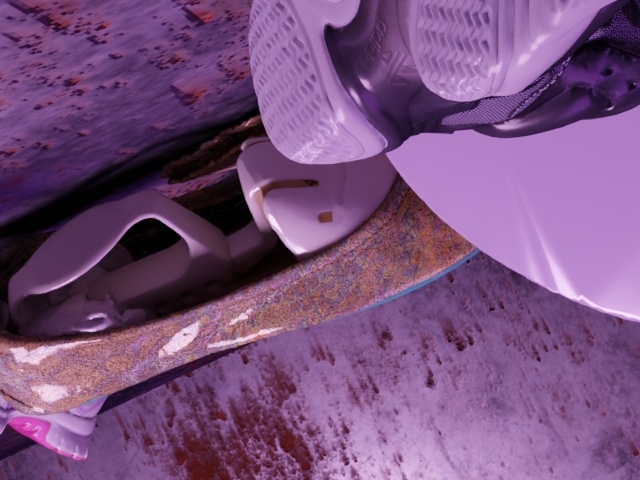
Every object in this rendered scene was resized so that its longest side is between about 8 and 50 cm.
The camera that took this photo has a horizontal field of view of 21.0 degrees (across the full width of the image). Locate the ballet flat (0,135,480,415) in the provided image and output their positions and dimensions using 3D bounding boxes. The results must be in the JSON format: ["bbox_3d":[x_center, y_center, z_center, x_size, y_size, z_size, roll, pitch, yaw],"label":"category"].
[{"bbox_3d":[-0.052,0.001,1.003,0.348,0.123,0.123,-22,175,9],"label":"ballet flat"}]

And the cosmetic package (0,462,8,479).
[{"bbox_3d":[-0.332,0.136,0.896,0.309,0.160,0.113,-23,176,-6],"label":"cosmetic package"}]

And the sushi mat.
[{"bbox_3d":[0.042,-0.088,1.128,0.151,0.019,0.316,-27,174,34],"label":"sushi mat"}]

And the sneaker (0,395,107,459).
[{"bbox_3d":[-0.210,0.066,1.154,0.111,0.103,0.252,-63,160,-5],"label":"sneaker"}]

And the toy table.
[{"bbox_3d":[0.176,-0.075,0.841,0.161,0.274,0.252,-34,150,-48],"label":"toy table"}]

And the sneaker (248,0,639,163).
[{"bbox_3d":[0.084,-0.101,0.665,0.153,0.101,0.268,-10,174,-26],"label":"sneaker"}]
